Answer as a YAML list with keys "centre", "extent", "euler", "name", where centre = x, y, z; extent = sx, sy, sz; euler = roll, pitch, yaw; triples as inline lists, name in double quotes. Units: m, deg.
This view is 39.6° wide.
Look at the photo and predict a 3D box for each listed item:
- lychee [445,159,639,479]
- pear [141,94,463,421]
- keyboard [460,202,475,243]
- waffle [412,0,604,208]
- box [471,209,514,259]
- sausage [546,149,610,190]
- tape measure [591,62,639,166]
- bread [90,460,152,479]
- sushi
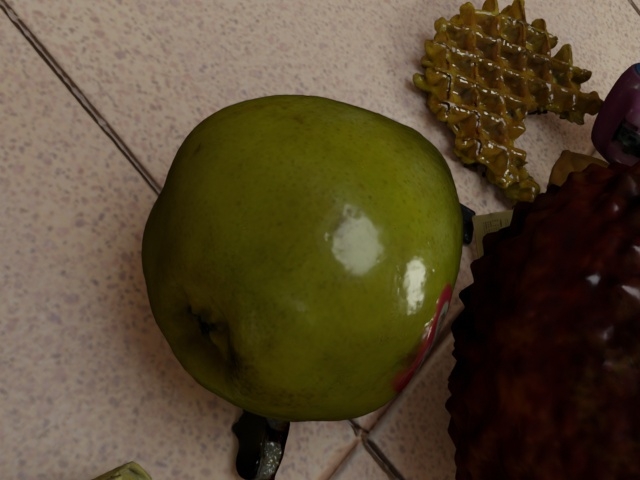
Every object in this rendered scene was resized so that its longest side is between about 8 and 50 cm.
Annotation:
- centre: [0.331, 0.166, 0.877]
  extent: [0.425, 0.425, 0.499]
  euler: [-13, 94, -38]
  name: "lychee"
- centre: [0.000, 0.000, 0.808]
  extent: [0.287, 0.287, 0.375]
  euler: [49, 43, -6]
  name: "pear"
- centre: [0.129, -0.050, 1.090]
  extent: [0.155, 0.010, 0.053]
  euler: [30, 55, -20]
  name: "keyboard"
- centre: [0.246, -0.203, 1.208]
  extent: [0.260, 0.069, 0.293]
  euler: [48, 54, -4]
  name: "waffle"
- centre: [0.264, -0.005, 1.086]
  extent: [0.020, 0.149, 0.073]
  euler: [14, 69, -77]
  name: "box"
- centre: [0.381, 0.047, 1.131]
  extent: [0.134, 0.116, 0.353]
  euler: [-20, 90, -20]
  name: "sausage"
- centre: [0.483, -0.129, 1.186]
  extent: [0.232, 0.149, 0.245]
  euler: [26, 31, 9]
  name: "tape measure"
- centre: [-0.111, 0.290, 0.627]
  extent: [0.198, 0.236, 0.263]
  euler: [-26, 86, -39]
  name: "bread"
- centre: [-0.055, 0.193, 0.845]
  extent: [0.046, 0.044, 0.083]
  euler: [38, 52, -42]
  name: "sushi"
